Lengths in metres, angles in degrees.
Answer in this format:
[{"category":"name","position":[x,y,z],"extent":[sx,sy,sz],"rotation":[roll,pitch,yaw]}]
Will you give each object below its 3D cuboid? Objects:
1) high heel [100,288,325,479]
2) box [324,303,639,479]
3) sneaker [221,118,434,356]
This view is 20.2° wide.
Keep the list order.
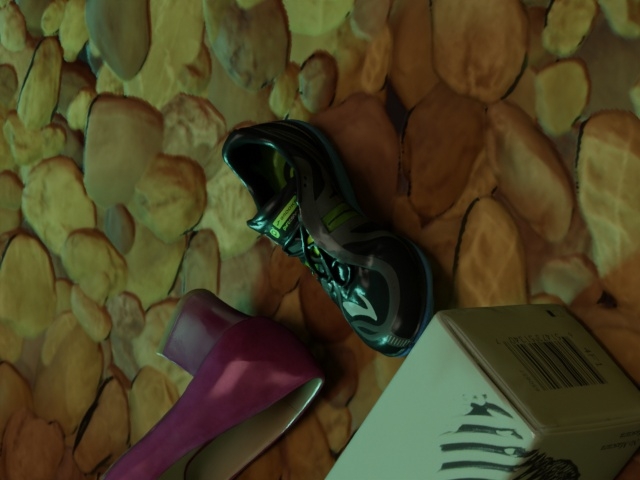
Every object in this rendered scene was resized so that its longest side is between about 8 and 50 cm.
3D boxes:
[{"category":"high heel","position":[-0.072,0.159,1.140],"extent":[0.117,0.082,0.244],"rotation":[30,103,39]},{"category":"box","position":[0.056,0.164,0.979],"extent":[0.094,0.113,0.275],"rotation":[50,125,32]},{"category":"sneaker","position":[0.000,0.000,1.059],"extent":[0.188,0.078,0.067],"rotation":[53,125,31]}]
